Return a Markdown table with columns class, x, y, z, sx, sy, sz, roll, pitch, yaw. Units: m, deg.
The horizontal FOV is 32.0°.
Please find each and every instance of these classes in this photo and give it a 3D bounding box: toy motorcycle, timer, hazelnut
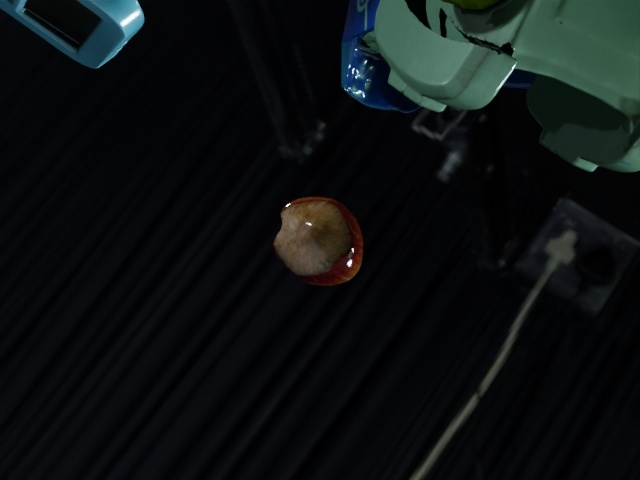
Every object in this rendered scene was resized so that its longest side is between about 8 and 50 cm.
| class | x | y | z | sx | sy | sz | roll | pitch | yaw |
| --- | --- | --- | --- | --- | --- | --- | --- | --- | --- |
| toy motorcycle | 0.106 | -0.167 | 0.807 | 0.191 | 0.199 | 0.326 | 17 | 16 | -31 |
| timer | -0.301 | -0.275 | 1.131 | 0.250 | 0.091 | 0.232 | 46 | -17 | -12 |
| hazelnut | 0.000 | 0.000 | 0.978 | 0.086 | 0.086 | 0.086 | 32 | -22 | 15 |
